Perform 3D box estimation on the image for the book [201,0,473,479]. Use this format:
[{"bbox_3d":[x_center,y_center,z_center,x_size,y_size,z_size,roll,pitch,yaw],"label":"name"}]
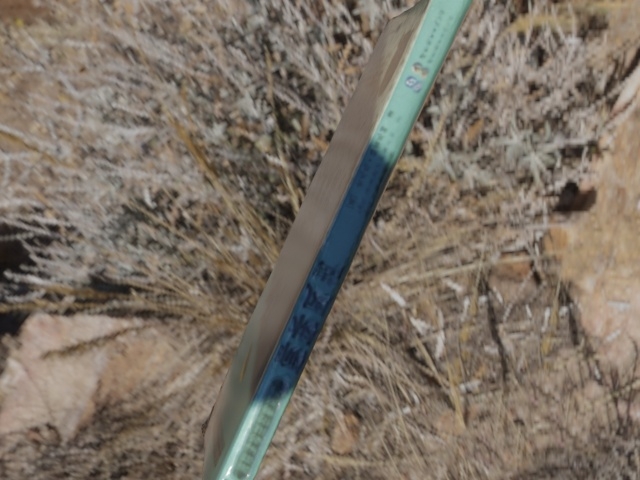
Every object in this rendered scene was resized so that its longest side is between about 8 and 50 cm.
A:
[{"bbox_3d":[0.000,0.000,0.895,0.031,0.264,0.379,24,91,-6],"label":"book"}]
